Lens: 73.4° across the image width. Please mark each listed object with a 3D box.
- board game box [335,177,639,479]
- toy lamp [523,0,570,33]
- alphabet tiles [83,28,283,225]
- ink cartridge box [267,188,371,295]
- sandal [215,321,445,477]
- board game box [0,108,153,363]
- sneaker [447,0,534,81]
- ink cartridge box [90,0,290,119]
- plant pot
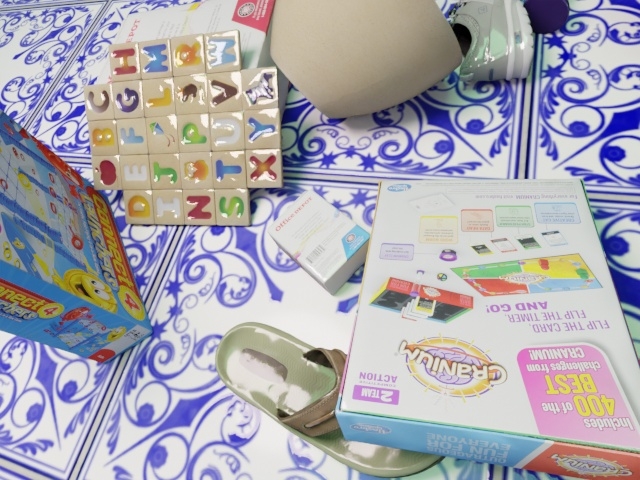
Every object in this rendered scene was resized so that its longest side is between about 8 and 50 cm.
[{"bbox_3d":[0.163,0.056,0.449,0.242,0.064,0.317,2,46,16],"label":"board game box"},{"bbox_3d":[0.411,-0.461,0.698,0.080,0.080,0.275,20,71,25],"label":"toy lamp"},{"bbox_3d":[-0.222,-0.166,0.669,0.342,0.011,0.285,1,100,16],"label":"alphabet tiles"},{"bbox_3d":[0.000,0.000,0.590,0.088,0.052,0.122,-44,61,-9],"label":"ink cartridge box"},{"bbox_3d":[-0.003,0.170,0.481,0.302,0.086,0.120,12,67,22],"label":"sandal"},{"bbox_3d":[-0.384,-0.019,0.568,0.086,0.302,0.308,-32,59,-2],"label":"board game box"},{"bbox_3d":[0.246,-0.370,0.681,0.115,0.105,0.281,-9,61,12],"label":"sneaker"},{"bbox_3d":[-0.214,-0.303,0.768,0.306,0.131,0.226,0,64,18],"label":"ink cartridge box"},{"bbox_3d":[0.037,-0.295,0.630,0.191,0.284,0.284,-41,57,17],"label":"plant pot"}]
